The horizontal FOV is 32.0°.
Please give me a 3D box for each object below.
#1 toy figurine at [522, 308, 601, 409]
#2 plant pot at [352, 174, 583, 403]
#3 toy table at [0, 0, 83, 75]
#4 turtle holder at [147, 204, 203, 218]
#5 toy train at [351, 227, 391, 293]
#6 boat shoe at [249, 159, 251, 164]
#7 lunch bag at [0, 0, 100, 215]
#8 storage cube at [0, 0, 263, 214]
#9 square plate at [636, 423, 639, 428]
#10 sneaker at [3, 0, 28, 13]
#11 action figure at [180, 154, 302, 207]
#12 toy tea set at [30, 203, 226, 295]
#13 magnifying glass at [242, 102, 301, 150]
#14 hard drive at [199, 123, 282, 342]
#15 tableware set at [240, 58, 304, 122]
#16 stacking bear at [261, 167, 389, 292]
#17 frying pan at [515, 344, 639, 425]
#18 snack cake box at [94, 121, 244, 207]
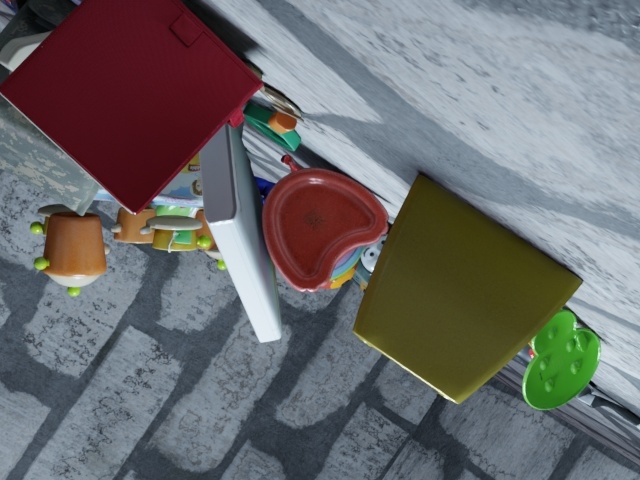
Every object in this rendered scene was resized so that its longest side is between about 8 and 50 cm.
[{"bbox_3d":[0.280,0.121,1.532,0.159,0.130,0.173,45,163,48],"label":"toy figurine"},{"bbox_3d":[0.150,0.073,1.294,0.212,0.187,0.212,34,176,8],"label":"plant pot"},{"bbox_3d":[-0.282,-0.232,1.435,0.274,0.161,0.252,30,174,47],"label":"toy table"},{"bbox_3d":[-0.294,-0.134,2.298,0.227,0.243,0.320,16,179,-35],"label":"turtle holder"},{"bbox_3d":[0.131,0.069,1.951,0.190,0.142,0.334,44,177,6],"label":"toy train"},{"bbox_3d":[-0.168,-0.175,2.163,0.049,0.042,0.133,9,164,28],"label":"boat shoe"},{"bbox_3d":[-0.363,-0.223,1.624,0.235,0.287,0.169,31,147,-10],"label":"lunch bag"},{"bbox_3d":[-0.203,-0.159,1.195,0.215,0.193,0.183,45,175,-12],"label":"storage cube"},{"bbox_3d":[0.713,0.409,1.745,0.344,0.049,0.347,35,177,-20],"label":"square plate"},{"bbox_3d":[-0.466,-0.399,1.709,0.087,0.083,0.221,48,178,29],"label":"sneaker"},{"bbox_3d":[-0.088,-0.090,1.845,0.280,0.091,0.139,8,155,-3],"label":"action figure"},{"bbox_3d":[-0.284,0.017,1.733,0.336,0.124,0.200,2,-172,-9],"label":"toy tea set"},{"bbox_3d":[-0.060,-0.155,1.504,0.092,0.026,0.231,35,176,-9],"label":"magnifying glass"},{"bbox_3d":[-0.115,-0.032,1.624,0.353,0.047,0.233,74,-174,-58],"label":"hard drive"},{"bbox_3d":[-0.097,-0.196,1.323,0.141,0.020,0.169,33,177,30],"label":"tableware set"},{"bbox_3d":[0.000,0.000,1.729,0.164,0.175,0.289,49,174,11],"label":"stacking bear"},{"bbox_3d":[0.487,0.279,2.183,0.326,0.053,0.197,39,176,-21],"label":"frying pan"},{"bbox_3d":[-0.265,-0.137,1.774,0.264,0.152,0.089,4,170,12],"label":"snack cake box"}]
